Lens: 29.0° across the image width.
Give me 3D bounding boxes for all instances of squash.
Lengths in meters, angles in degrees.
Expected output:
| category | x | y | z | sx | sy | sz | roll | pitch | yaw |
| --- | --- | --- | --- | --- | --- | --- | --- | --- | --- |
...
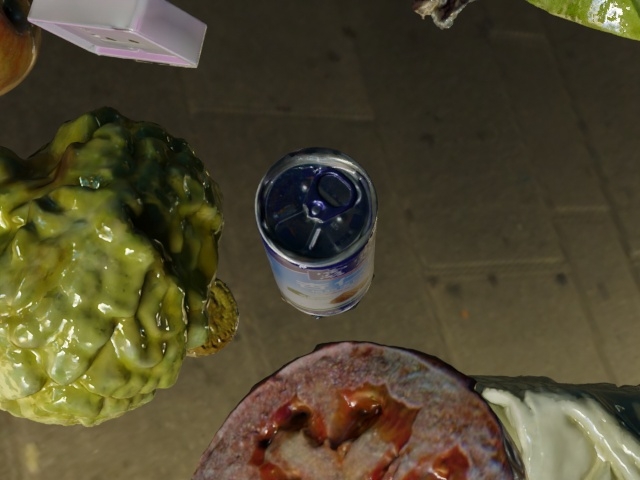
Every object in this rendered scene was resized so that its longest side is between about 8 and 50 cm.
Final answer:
| category | x | y | z | sx | sy | sz | roll | pitch | yaw |
| --- | --- | --- | --- | --- | --- | --- | --- | --- | --- |
| squash | 0.277 | -0.332 | 1.163 | 0.169 | 0.252 | 0.093 | 31 | 27 | 35 |

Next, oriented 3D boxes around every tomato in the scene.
| category | x | y | z | sx | sy | sz | roll | pitch | yaw |
| --- | --- | --- | --- | --- | --- | --- | --- | --- | --- |
| tomato | 0.020 | 0.161 | 0.627 | 0.085 | 0.225 | 0.225 | 37 | 47 | -37 |

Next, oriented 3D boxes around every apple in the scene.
| category | x | y | z | sx | sy | sz | roll | pitch | yaw |
| --- | --- | --- | --- | --- | --- | --- | --- | --- | --- |
| apple | -0.509 | -0.290 | 1.830 | 0.199 | 0.199 | 0.199 | 19 | 57 | -32 |

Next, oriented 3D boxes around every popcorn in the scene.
| category | x | y | z | sx | sy | sz | roll | pitch | yaw |
| --- | --- | --- | --- | --- | --- | --- | --- | --- | --- |
| popcorn | -0.199 | 0.021 | 1.016 | 0.258 | 0.270 | 0.224 | 50 | -11 | 42 |

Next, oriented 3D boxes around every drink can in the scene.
| category | x | y | z | sx | sy | sz | roll | pitch | yaw |
| --- | --- | --- | --- | --- | --- | --- | --- | --- | --- |
| drink can | 0.000 | 0.000 | 1.026 | 0.097 | 0.235 | 0.097 | 0 | 78 | 1 |

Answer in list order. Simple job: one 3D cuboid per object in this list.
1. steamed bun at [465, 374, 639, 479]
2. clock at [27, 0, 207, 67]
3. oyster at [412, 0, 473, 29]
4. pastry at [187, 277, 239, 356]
| category | x | y | z | sx | sy | sz | roll | pitch | yaw |
| --- | --- | --- | --- | --- | --- | --- | --- | --- | --- |
| steamed bun | 0.241 | 0.277 | 1.440 | 0.346 | 0.394 | 0.237 | 25 | 67 | -79 |
| clock | -0.268 | -0.290 | 1.651 | 0.150 | 0.197 | 0.063 | 21 | 82 | -57 |
| oyster | 0.208 | -0.361 | 1.431 | 0.275 | 0.100 | 0.271 | -27 | 53 | -15 |
| pastry | -0.148 | 0.087 | 1.461 | 0.109 | 0.057 | 0.097 | 28 | 72 | -36 |
